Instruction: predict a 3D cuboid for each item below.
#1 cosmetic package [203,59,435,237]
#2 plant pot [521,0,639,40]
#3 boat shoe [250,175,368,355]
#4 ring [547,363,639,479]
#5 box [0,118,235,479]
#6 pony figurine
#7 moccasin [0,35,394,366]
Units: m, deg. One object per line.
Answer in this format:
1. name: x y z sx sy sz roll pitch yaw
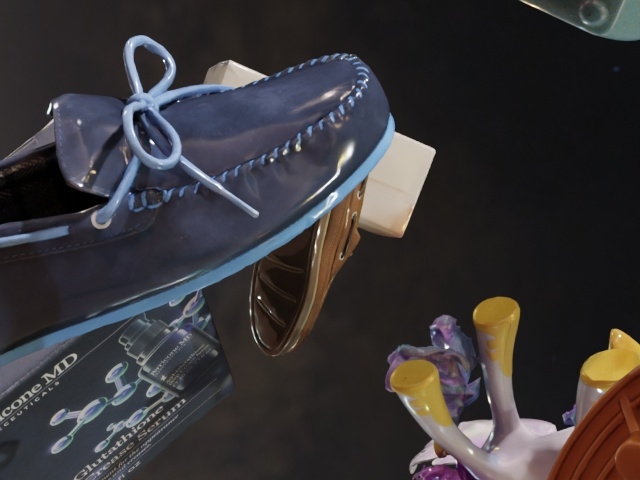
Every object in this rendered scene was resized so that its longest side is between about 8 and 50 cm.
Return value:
1. cosmetic package: -0.022 -0.116 1.527 0.129 0.296 0.153 -68 -165 -1
2. plant pot: 0.263 -0.327 1.090 0.247 0.252 0.248 27 -45 10
3. boat shoe: 0.000 0.000 1.419 0.110 0.104 0.307 35 -63 42
4. ring: 0.216 0.182 0.410 0.336 0.032 0.337 18 -61 37
5. box: -0.284 0.115 1.248 0.212 0.293 0.395 44 -17 22
6. pony figurine: 0.198 0.230 1.143 0.350 0.303 0.363 -6 -52 27
7. moccasin: -0.122 -0.026 0.653 0.117 0.342 0.138 65 -7 -30
